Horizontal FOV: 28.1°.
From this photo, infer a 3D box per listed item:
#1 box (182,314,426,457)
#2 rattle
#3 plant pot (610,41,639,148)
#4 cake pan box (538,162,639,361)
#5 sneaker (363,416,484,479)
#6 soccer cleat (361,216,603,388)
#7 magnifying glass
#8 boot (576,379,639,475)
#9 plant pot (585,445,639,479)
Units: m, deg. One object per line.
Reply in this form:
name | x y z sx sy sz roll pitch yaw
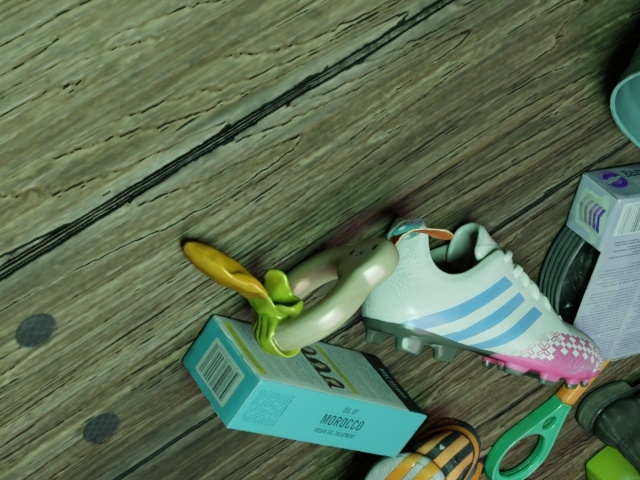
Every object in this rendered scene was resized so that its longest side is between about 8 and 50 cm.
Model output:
box | -0.012 0.146 1.253 0.244 0.100 0.060 19 112 -45
rattle | 0.000 0.000 1.153 0.199 0.130 0.143 -36 95 7
plant pot | 0.454 -0.178 1.240 0.293 0.293 0.196 37 71 -48
cake pan box | 0.373 0.024 1.476 0.267 0.070 0.246 -11 128 -31
sneaker | 0.082 0.319 1.452 0.180 0.124 0.321 -26 163 -52
soccer cleat | 0.186 0.064 1.311 0.331 0.116 0.143 16 88 -38
magnifying glass | 0.290 0.219 1.605 0.092 0.026 0.231 24 106 -46
boot | 0.478 0.262 1.631 0.263 0.229 0.091 -18 133 -26
plant pot | 0.527 0.365 1.775 0.227 0.207 0.228 -34 137 -9
